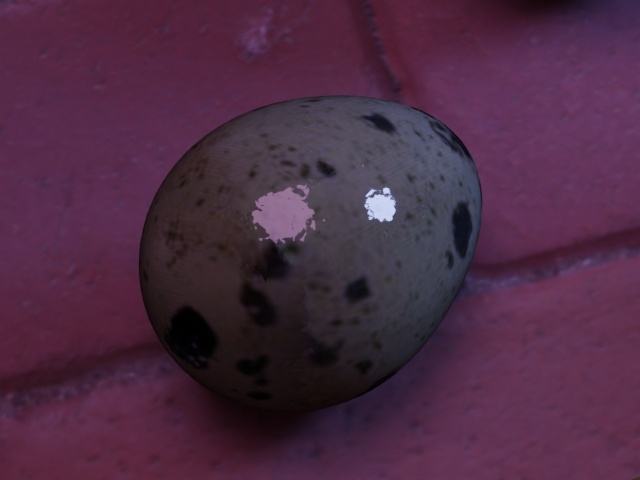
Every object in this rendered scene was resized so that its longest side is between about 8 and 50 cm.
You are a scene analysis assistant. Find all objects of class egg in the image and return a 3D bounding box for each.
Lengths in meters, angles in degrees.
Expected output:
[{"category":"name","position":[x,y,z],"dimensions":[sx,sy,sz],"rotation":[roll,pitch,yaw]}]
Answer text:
[{"category":"egg","position":[0.000,0.000,1.121],"dimensions":[0.177,0.177,0.228],"rotation":[35,54,28]}]

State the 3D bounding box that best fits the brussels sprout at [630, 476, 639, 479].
[{"category":"brussels sprout","position":[0.171,0.209,0.968],"dimensions":[0.161,0.144,0.180],"rotation":[-53,38,-3]}]
